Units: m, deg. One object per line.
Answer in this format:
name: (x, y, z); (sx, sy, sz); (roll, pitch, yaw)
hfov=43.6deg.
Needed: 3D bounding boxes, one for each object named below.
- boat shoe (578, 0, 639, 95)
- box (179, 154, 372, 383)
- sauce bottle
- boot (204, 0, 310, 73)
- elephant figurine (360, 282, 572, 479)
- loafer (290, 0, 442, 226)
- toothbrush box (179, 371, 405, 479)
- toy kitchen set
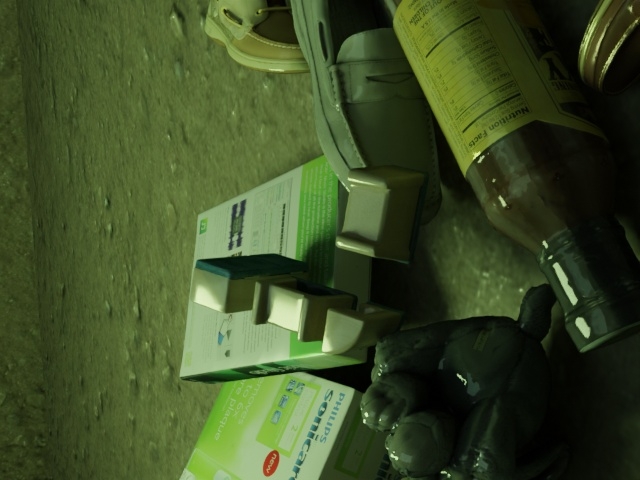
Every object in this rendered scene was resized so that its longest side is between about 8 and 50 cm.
boat shoe: (0.234, -0.161, 0.521); (0.060, 0.064, 0.178); (62, 142, 32)
box: (-0.060, 0.044, 0.963); (0.322, 0.058, 0.232); (-19, 62, 51)
sauce bottle: (0.158, -0.082, 0.628); (0.111, 0.111, 0.344); (-47, 59, 53)
boot: (-0.061, -0.318, 0.949); (0.262, 0.095, 0.203); (45, 133, 51)
elephant figurine: (0.131, 0.180, 0.716); (0.239, 0.186, 0.169); (66, -156, -47)
loafer: (0.046, -0.164, 0.790); (0.111, 0.112, 0.319); (123, 131, -60)
toothbrush box: (-0.034, 0.264, 0.943); (0.283, 0.122, 0.206); (5, 67, 58)
toy kitchen set: (0.000, 0.000, 0.755); (0.207, 0.122, 0.166); (16, 101, 36)
